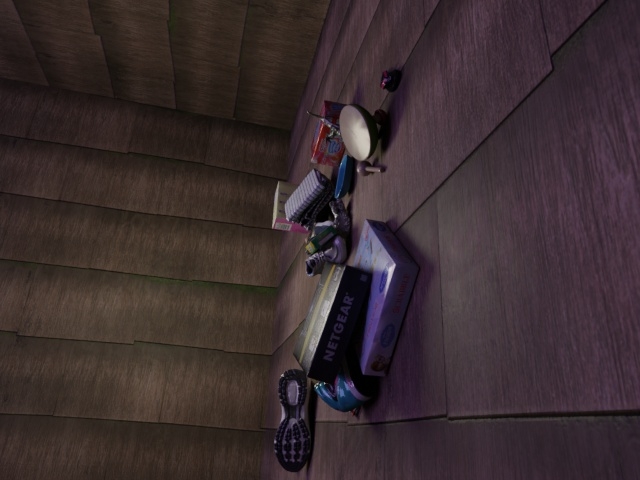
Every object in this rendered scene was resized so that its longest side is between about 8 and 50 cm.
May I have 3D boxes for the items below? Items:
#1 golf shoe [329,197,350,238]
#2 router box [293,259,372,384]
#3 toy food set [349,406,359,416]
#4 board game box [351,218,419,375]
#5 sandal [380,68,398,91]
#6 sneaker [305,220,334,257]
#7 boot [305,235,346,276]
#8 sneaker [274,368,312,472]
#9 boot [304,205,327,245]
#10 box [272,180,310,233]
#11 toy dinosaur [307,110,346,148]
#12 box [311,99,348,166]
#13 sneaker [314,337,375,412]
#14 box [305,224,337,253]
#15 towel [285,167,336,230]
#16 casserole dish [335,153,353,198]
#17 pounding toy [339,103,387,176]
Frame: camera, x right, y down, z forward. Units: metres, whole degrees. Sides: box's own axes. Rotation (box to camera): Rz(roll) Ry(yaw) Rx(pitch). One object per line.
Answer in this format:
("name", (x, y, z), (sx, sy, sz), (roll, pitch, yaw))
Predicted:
("golf shoe", (0.086, -0.074, 1.796), (0.086, 0.069, 0.176), (56, -158, -56))
("router box", (0.026, 0.215, 1.316), (0.243, 0.081, 0.308), (-175, 105, -78))
("toy food set", (0.099, 0.484, 1.408), (0.083, 0.020, 0.082), (140, 136, -73))
("board game box", (0.148, 0.143, 1.281), (0.318, 0.066, 0.318), (-108, 29, -66))
("sandal", (0.208, -0.510, 1.494), (0.179, 0.040, 0.067), (-116, 36, -70))
("sneaker", (-0.009, 0.007, 1.973), (0.163, 0.086, 0.226), (-60, 8, -12))
("boot", (0.014, 0.073, 1.784), (0.095, 0.124, 0.258), (62, 159, 20))
("sneaker", (-0.085, 0.745, 1.965), (0.182, 0.158, 0.409), (32, -120, -68))
("boot", (0.005, -0.060, 2.169), (0.106, 0.082, 0.219), (32, 108, 51))
("box", (-0.139, -0.175, 2.520), (0.117, 0.214, 0.242), (117, 158, -57))
("toy dinosaur", (0.063, -0.428, 1.873), (0.064, 0.268, 0.118), (-48, -24, -17))
("box", (0.047, -0.456, 2.021), (0.256, 0.128, 0.122), (110, 164, -47))
("sneaker", (0.059, 0.378, 1.378), (0.178, 0.124, 0.295), (-52, 26, 27))
("box", (0.000, 0.000, 1.774), (0.105, 0.043, 0.179), (-39, 1, -11))
("towel", (-0.041, -0.186, 2.106), (0.235, 0.121, 0.283), (-49, 19, 11))
("casserole dish", (0.096, -0.248, 1.844), (0.114, 0.037, 0.188), (123, 159, -65))
("pounding toy", (0.163, -0.336, 1.517), (0.183, 0.110, 0.236), (5, 117, 68))
